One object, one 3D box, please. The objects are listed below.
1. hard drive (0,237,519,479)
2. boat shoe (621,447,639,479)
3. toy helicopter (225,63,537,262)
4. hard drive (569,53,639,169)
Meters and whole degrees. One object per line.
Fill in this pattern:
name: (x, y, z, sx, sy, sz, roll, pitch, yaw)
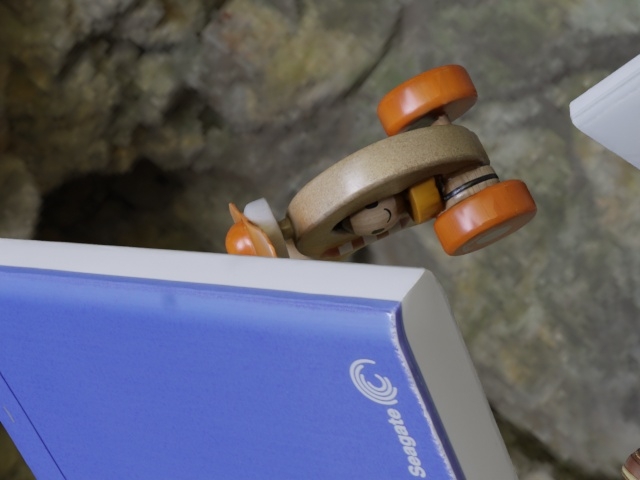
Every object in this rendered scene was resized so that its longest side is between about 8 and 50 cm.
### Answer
hard drive: (-0.052, 0.095, 0.770, 0.319, 0.040, 0.210, 4, 130, 38)
boat shoe: (0.317, 0.195, 1.131, 0.178, 0.060, 0.064, 24, -168, 17)
toy helicopter: (0.000, 0.000, 1.283, 0.140, 0.235, 0.355, 64, 147, 11)
hard drive: (0.449, -0.170, 1.603, 0.203, 0.307, 0.040, 28, -136, -29)
